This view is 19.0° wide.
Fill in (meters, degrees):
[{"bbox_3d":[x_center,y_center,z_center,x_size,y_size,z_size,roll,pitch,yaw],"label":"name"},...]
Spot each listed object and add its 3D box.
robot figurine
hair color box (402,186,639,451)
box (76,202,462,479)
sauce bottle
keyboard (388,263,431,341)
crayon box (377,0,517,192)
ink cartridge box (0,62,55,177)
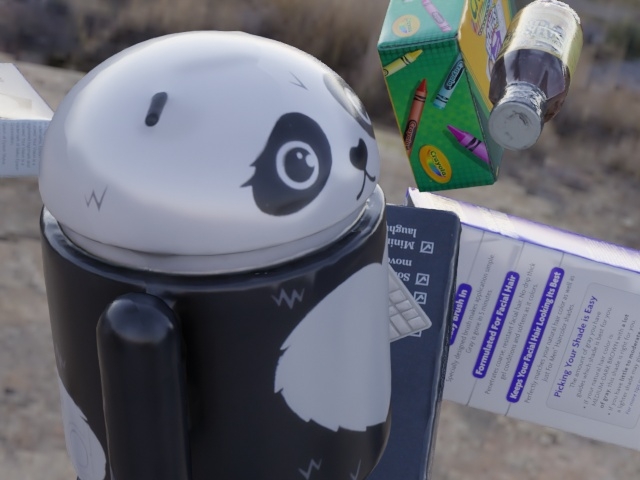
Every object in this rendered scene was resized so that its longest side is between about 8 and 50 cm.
[{"bbox_3d":[-0.047,0.033,0.955,0.173,0.278,0.209,-12,29,-18],"label":"robot figurine"},{"bbox_3d":[0.225,0.084,1.945,0.338,0.185,0.110,15,16,-10],"label":"hair color box"},{"bbox_3d":[-0.043,0.173,1.711,0.293,0.212,0.396,8,65,6],"label":"box"},{"bbox_3d":[0.107,-0.083,0.963,0.042,0.042,0.128,16,29,4],"label":"sauce bottle"},{"bbox_3d":[0.000,0.000,1.499,0.072,0.256,0.014,-18,41,23],"label":"keyboard"},{"bbox_3d":[0.131,-0.193,1.872,0.081,0.165,0.278,-7,35,18],"label":"crayon box"},{"bbox_3d":[-0.241,-0.084,1.292,0.224,0.045,0.223,1,15,-19],"label":"ink cartridge box"}]
